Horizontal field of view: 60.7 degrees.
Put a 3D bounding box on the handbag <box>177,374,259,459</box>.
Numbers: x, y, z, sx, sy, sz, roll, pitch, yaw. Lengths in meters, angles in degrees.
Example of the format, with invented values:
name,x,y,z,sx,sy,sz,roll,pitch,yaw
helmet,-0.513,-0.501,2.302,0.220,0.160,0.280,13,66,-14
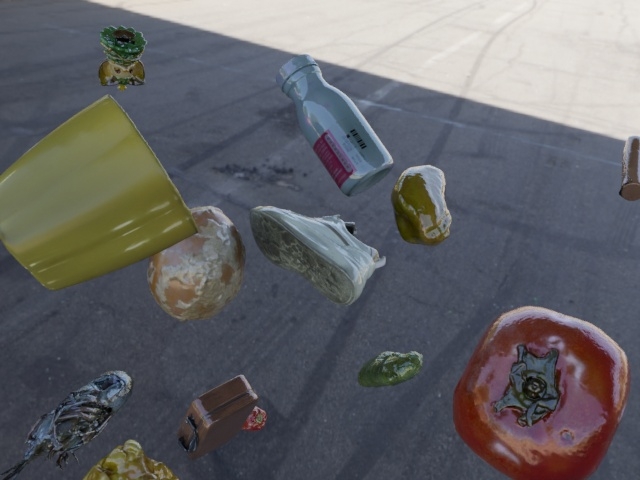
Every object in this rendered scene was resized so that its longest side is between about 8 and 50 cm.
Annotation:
name,x,y,z,sx,sy,sz,roll,pitch,yaw
handbag,-0.220,0.373,1.144,0.151,0.193,0.072,-17,60,-43

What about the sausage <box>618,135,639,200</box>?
name,x,y,z,sx,sy,sz,roll,pitch,yaw
sausage,0.370,-0.089,0.646,0.026,0.026,0.116,17,46,19

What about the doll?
name,x,y,z,sx,sy,sz,roll,pitch,yaw
doll,-0.342,-0.316,0.937,0.078,0.113,0.076,-11,71,-29

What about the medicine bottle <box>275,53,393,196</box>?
name,x,y,z,sx,sy,sz,roll,pitch,yaw
medicine bottle,0.017,-0.176,0.827,0.090,0.090,0.216,-24,77,-42

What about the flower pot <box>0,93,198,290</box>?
name,x,y,z,sx,sy,sz,roll,pitch,yaw
flower pot,-0.270,-0.045,0.636,0.179,0.195,0.195,-33,42,-14

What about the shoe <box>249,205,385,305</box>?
name,x,y,z,sx,sy,sz,roll,pitch,yaw
shoe,0.000,0.000,1.105,0.159,0.124,0.316,-29,50,-32

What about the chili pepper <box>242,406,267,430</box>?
name,x,y,z,sx,sy,sz,roll,pitch,yaw
chili pepper,-0.214,0.504,1.558,0.123,0.070,0.073,2,4,31

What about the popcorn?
name,x,y,z,sx,sy,sz,roll,pitch,yaw
popcorn,-0.357,0.517,1.047,0.190,0.253,0.191,-6,33,-35

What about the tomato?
name,x,y,z,sx,sy,sz,roll,pitch,yaw
tomato,0.412,0.293,1.048,0.293,0.325,0.290,16,-10,30

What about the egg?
name,x,y,z,sx,sy,sz,roll,pitch,yaw
egg,-0.244,0.046,1.090,0.195,0.233,0.195,6,6,-1

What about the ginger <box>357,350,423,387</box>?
name,x,y,z,sx,sy,sz,roll,pitch,yaw
ginger,0.194,0.363,1.560,0.137,0.290,0.089,-17,79,-16

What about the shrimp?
name,x,y,z,sx,sy,sz,roll,pitch,yaw
shrimp,-0.606,0.435,1.332,0.137,0.172,0.372,15,34,14

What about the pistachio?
name,x,y,z,sx,sy,sz,roll,pitch,yaw
pistachio,0.169,-0.063,0.946,0.100,0.110,0.189,-25,34,31
